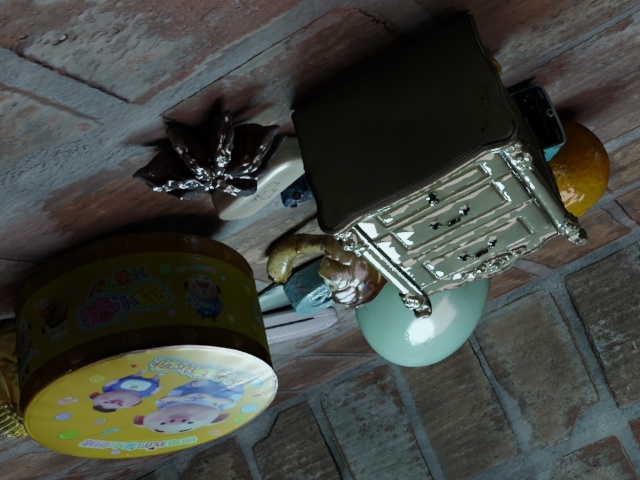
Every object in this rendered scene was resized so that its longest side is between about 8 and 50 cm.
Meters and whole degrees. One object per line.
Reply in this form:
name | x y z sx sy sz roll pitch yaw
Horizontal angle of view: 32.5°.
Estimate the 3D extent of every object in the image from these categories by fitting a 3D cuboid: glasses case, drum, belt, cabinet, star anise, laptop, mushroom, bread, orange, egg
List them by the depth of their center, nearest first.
star anise | -0.137 -0.103 1.495 0.231 0.089 0.209 10 153 -44
cabinet | 0.174 -0.084 1.548 0.290 0.227 0.318 -27 142 16
glasses case | -0.090 -0.093 1.673 0.083 0.050 0.196 -6 158 -42
drum | -0.291 0.181 1.806 0.431 0.214 0.431 -10 149 -6
bread | -0.539 0.245 1.906 0.114 0.191 0.132 -33 173 36
mushroom | 0.006 0.019 2.017 0.301 0.208 0.233 -16 126 13
orange | 0.443 -0.127 2.097 0.219 0.193 0.219 -39 169 -9
egg | 0.208 0.090 2.259 0.276 0.276 0.389 -15 137 -29
belt | 0.003 0.091 2.386 0.163 0.082 0.148 -18 155 -25
laptop | -0.062 0.124 2.532 0.269 0.015 0.187 -7 158 -47
glasses case | -0.099 0.206 2.615 0.296 0.075 0.113 -12 173 -23

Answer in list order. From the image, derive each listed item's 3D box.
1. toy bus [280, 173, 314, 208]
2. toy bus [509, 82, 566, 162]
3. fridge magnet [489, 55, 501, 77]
toy bus | -0.027 -0.086 1.802 0.083 0.046 0.038 -20 165 -19
toy bus | 0.267 -0.155 1.844 0.256 0.128 0.147 -20 167 -2
fridge magnet | 0.205 -0.223 1.629 0.143 0.063 0.143 -18 154 -9
